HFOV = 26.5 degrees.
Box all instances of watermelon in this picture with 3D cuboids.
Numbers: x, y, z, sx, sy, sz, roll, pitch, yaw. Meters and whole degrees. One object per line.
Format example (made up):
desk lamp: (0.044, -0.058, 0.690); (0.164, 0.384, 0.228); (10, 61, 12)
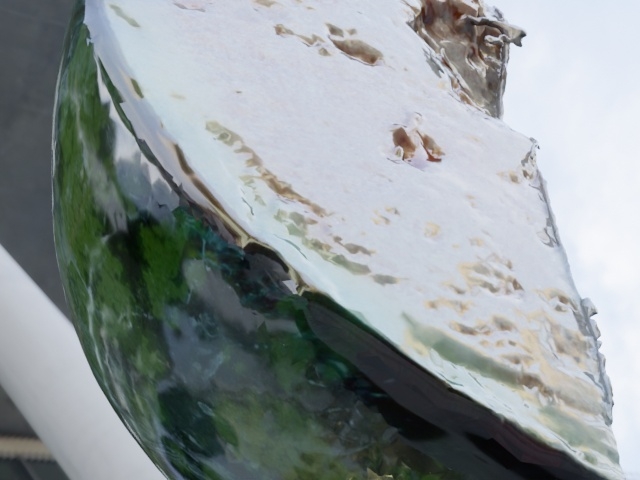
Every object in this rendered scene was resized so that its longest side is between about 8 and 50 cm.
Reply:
watermelon: (0.000, 0.000, 0.461); (0.180, 0.305, 0.224); (-18, -57, 9)
